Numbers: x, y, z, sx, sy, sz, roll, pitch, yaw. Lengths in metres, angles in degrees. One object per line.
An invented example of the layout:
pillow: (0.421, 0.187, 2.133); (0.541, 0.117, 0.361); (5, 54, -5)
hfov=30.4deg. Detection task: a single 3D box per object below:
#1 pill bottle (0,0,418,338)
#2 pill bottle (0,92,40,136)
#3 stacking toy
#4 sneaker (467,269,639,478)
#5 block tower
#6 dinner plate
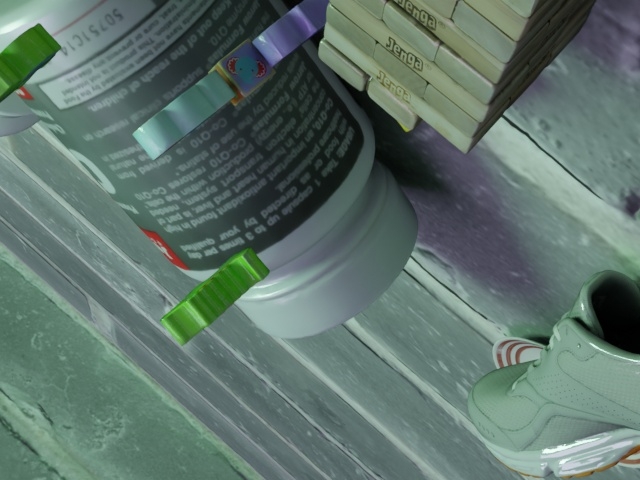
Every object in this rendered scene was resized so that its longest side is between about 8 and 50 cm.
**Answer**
pill bottle: (-0.067, -0.076, 0.736); (0.161, 0.161, 0.283); (16, 150, 54)
pill bottle: (-0.319, -0.170, 1.076); (0.152, 0.152, 0.272); (52, 161, -25)
stacking toy: (-0.040, -0.083, 0.588); (0.167, 0.221, 0.052); (50, 162, -8)
sneaker: (0.171, 0.072, 0.710); (0.121, 0.099, 0.262); (57, 149, -12)
block tower: (0.072, -0.147, 0.407); (0.091, 0.097, 0.335); (40, 164, 9)
dinner plate: (0.189, 0.116, 0.874); (0.141, 0.017, 0.141); (38, 162, 14)
